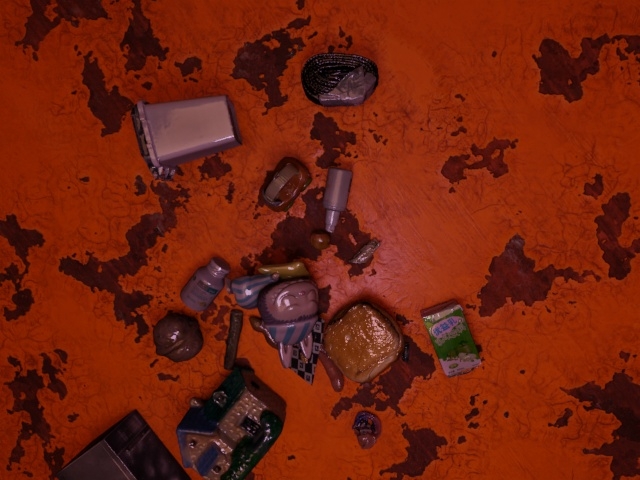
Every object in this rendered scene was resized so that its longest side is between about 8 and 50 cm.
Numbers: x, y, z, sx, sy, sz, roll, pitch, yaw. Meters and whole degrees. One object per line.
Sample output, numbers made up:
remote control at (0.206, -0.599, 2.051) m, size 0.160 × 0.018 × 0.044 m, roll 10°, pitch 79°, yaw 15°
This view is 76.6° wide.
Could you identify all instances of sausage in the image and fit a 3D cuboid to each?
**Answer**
sausage at (0.022, 0.496, 1.701) m, size 0.078 × 0.078 × 0.305 m, roll -30°, pitch 93°, yaw 9°

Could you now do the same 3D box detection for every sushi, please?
sushi at (-0.081, 0.427, 1.665) m, size 0.192 × 0.043 × 0.280 m, roll 21°, pitch 101°, yaw 43°

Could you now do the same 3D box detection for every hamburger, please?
hamburger at (0.171, 0.392, 1.621) m, size 0.304 × 0.174 × 0.284 m, roll -38°, pitch 89°, yaw 10°

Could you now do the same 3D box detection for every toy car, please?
toy car at (-0.150, -0.215, 1.563) m, size 0.145 × 0.235 × 0.235 m, roll 41°, pitch 100°, yaw 1°

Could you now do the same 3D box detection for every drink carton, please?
drink carton at (0.522, 0.386, 1.613) m, size 0.161 × 0.108 × 0.271 m, roll -22°, pitch 94°, yaw 9°

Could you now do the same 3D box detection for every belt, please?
belt at (0.073, -0.601, 1.517) m, size 0.288 × 0.164 × 0.184 m, roll 1°, pitch 92°, yaw 4°

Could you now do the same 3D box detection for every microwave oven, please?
microwave oven at (-0.862, 1.055, 1.791) m, size 0.374 × 0.236 × 0.432 m, roll -37°, pitch 91°, yaw 9°

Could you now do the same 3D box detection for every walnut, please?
walnut at (-0.594, 0.404, 1.689) m, size 0.224 × 0.224 × 0.225 m, roll 1°, pitch 97°, yaw 6°

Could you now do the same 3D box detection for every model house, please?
model house at (-0.381, 0.742, 1.659) m, size 0.342 × 0.334 × 0.382 m, roll 42°, pitch 89°, yaw -2°

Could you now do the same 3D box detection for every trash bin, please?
trash bin at (-0.503, -0.407, 1.579) m, size 0.367 × 0.256 × 0.296 m, roll -12°, pitch 94°, yaw 0°

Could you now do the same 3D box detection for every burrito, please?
burrito at (0.184, 0.052, 1.646) m, size 0.149 × 0.041 × 0.055 m, roll -45°, pitch 77°, yaw 13°

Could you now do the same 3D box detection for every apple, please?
apple at (0.000, 0.000, 1.641) m, size 0.083 × 0.084 × 0.071 m, roll 8°, pitch 106°, yaw 6°

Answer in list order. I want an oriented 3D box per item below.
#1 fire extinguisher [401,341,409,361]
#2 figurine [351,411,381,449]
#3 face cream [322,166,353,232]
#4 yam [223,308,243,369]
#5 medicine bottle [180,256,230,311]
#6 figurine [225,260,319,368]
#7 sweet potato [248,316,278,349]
fire extinguisher at (0.352, 0.460, 1.685) m, size 0.038 × 0.025 × 0.084 m, roll 7°, pitch 98°, yaw 29°
figurine at (0.195, 0.809, 1.692) m, size 0.126 × 0.157 × 0.114 m, roll 5°, pitch 119°, yaw 1°
face cream at (0.058, -0.158, 1.605) m, size 0.101 × 0.101 × 0.252 m, roll 12°, pitch 98°, yaw 5°
yam at (-0.379, 0.431, 1.750) m, size 0.061 × 0.061 × 0.274 m, roll 12°, pitch 99°, yaw 5°
medicine bottle at (-0.473, 0.178, 1.689) m, size 0.135 × 0.135 × 0.215 m, roll 40°, pitch 100°, yaw 1°
figurine at (-0.180, 0.297, 1.560) m, size 0.361 × 0.266 × 0.378 m, roll -13°, pitch 67°, yaw 20°
sweet potato at (-0.221, 0.399, 1.730) m, size 0.218 × 0.051 × 0.065 m, roll 45°, pitch 96°, yaw -1°
